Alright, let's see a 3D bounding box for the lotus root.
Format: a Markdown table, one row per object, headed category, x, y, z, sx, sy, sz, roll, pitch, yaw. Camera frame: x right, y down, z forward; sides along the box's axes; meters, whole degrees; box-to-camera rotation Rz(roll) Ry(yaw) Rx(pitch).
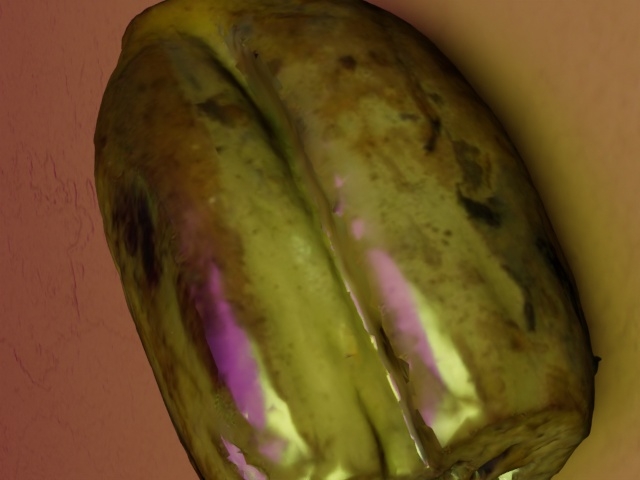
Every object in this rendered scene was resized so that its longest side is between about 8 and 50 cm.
| category | x | y | z | sx | sy | sz | roll | pitch | yaw |
| --- | --- | --- | --- | --- | --- | --- | --- | --- | --- |
| lotus root | 0.001 | -0.005 | 0.443 | 0.193 | 0.193 | 0.291 | -55 | 51 | 40 |
